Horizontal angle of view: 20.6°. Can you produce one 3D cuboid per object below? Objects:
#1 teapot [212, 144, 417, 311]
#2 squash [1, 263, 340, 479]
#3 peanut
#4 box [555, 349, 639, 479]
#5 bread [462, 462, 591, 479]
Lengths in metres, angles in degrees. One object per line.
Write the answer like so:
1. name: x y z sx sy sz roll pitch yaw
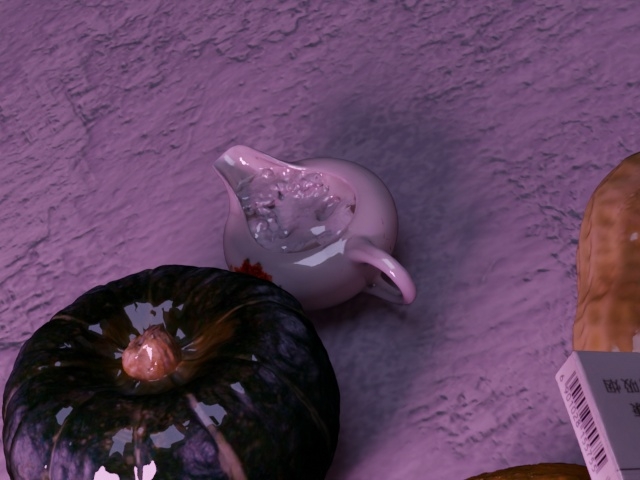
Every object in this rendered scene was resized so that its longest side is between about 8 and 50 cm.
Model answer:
1. teapot: 0.000 0.000 1.428 0.226 0.092 0.145 28 66 39
2. squash: -0.107 0.129 1.295 0.252 0.165 0.252 -11 44 11
3. peanut: 0.248 0.063 1.225 0.147 0.147 0.305 -6 46 19
4. box: 0.234 0.172 1.029 0.139 0.035 0.245 4 49 -22
5. bread: 0.120 0.247 1.097 0.240 0.139 0.240 -16 39 13
